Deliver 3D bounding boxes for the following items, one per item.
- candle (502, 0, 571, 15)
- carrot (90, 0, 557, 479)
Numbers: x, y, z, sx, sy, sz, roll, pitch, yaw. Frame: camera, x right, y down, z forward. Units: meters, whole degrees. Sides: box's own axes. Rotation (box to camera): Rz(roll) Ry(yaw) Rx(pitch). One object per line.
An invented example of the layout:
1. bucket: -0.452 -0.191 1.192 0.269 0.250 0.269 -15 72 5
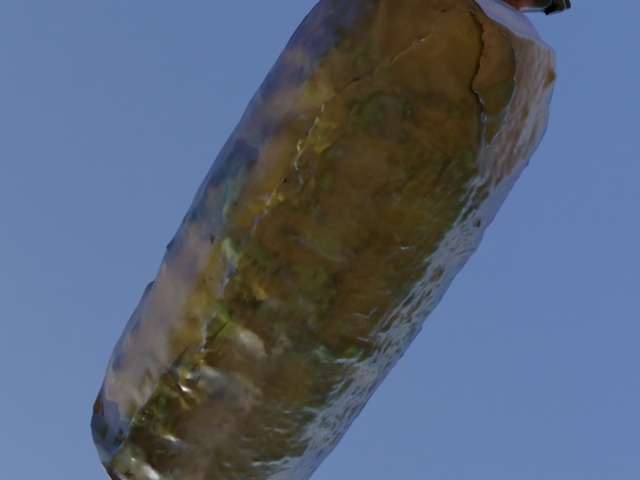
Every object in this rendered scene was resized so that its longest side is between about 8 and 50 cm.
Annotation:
1. candle: 0.022 -0.030 0.523 0.084 0.302 0.059 33 -140 9
2. carrot: 0.000 0.000 0.370 0.082 0.082 0.173 28 -74 -23
